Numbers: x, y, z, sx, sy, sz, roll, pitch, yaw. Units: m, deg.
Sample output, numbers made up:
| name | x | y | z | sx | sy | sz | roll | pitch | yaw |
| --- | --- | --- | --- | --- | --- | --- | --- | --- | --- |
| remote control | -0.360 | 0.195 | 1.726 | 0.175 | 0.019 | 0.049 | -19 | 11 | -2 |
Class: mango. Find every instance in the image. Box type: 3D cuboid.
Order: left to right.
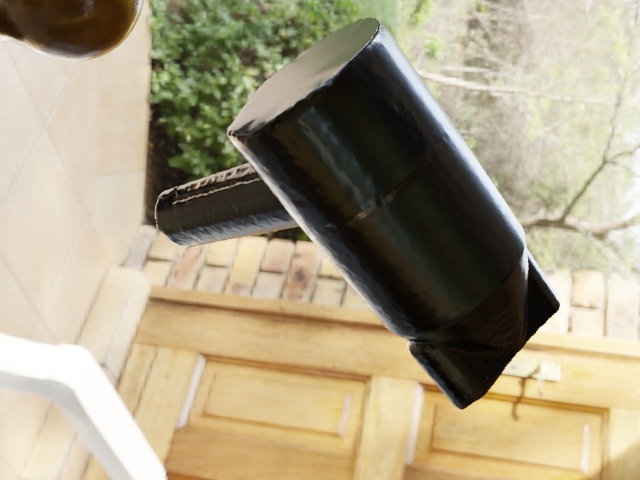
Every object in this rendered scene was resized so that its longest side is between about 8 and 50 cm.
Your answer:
| name | x | y | z | sx | sy | sz | roll | pitch | yaw |
| --- | --- | --- | --- | --- | --- | --- | --- | --- | --- |
| mango | -0.204 | -0.186 | 0.670 | 0.084 | 0.184 | 0.102 | 11 | 88 | -50 |

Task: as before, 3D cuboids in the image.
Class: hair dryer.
| name | x | y | z | sx | sy | sz | roll | pitch | yaw |
| --- | --- | --- | --- | --- | --- | --- | --- | --- | --- |
| hair dryer | 0.000 | 0.000 | 0.639 | 0.244 | 0.302 | 0.116 | 53 | 57 | -21 |
